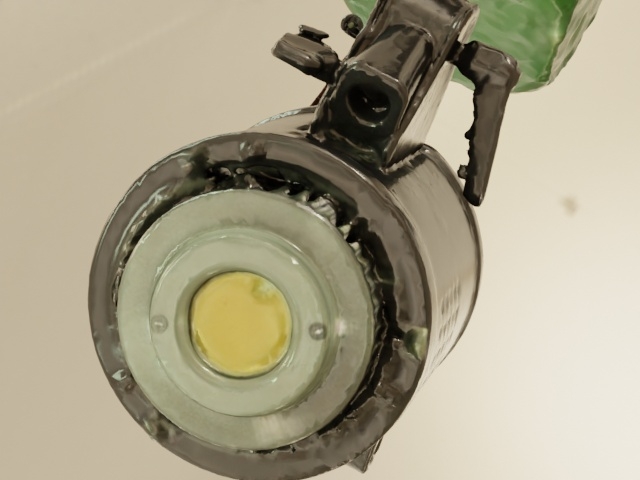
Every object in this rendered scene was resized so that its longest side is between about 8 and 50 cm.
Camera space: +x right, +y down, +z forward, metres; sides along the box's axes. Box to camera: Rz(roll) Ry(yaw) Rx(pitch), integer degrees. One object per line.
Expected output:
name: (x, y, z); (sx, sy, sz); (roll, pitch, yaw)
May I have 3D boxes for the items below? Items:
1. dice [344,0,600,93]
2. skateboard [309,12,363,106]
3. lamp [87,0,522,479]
dice: (0.200, -0.364, 1.946); (0.297, 0.287, 0.300); (-56, -11, -25)
skateboard: (0.027, -0.124, 1.557); (0.080, 0.067, 0.151); (24, -75, -44)
lamp: (-0.021, 0.036, 1.054); (0.272, 0.205, 0.374); (-50, -16, -56)
